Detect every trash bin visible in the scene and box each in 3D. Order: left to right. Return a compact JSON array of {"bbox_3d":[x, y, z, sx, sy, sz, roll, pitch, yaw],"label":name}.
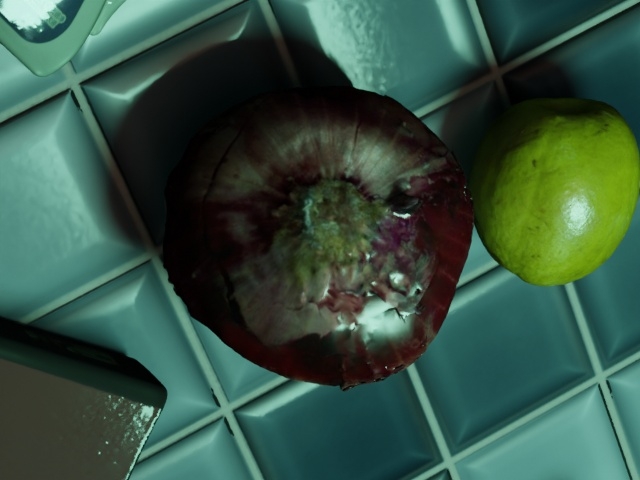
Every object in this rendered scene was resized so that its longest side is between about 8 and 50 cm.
[{"bbox_3d":[-0.264,0.145,1.503,0.225,0.115,0.165,22,94,-24],"label":"trash bin"}]

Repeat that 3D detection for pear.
[{"bbox_3d":[0.196,-0.043,1.604,0.149,0.149,0.162,3,113,-24],"label":"pear"}]

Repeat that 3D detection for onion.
[{"bbox_3d":[0.000,0.000,1.512,0.252,0.219,0.252,1,73,-3],"label":"onion"}]

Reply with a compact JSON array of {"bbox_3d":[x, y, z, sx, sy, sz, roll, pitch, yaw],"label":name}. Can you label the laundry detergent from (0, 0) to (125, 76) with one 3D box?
[{"bbox_3d":[-0.170,-0.277,1.380,0.280,0.105,0.215,-45,120,-2],"label":"laundry detergent"}]
